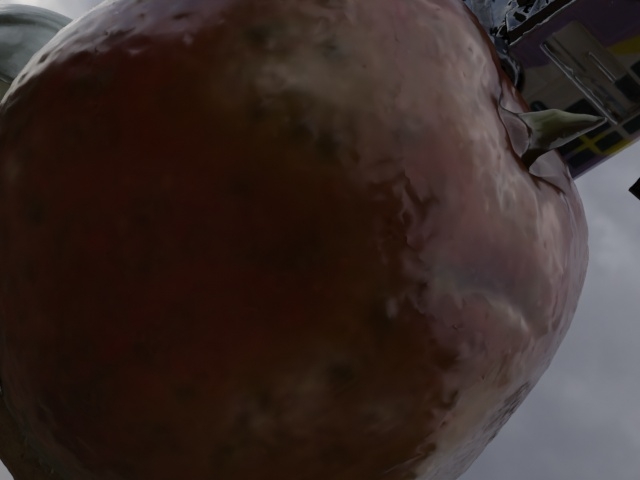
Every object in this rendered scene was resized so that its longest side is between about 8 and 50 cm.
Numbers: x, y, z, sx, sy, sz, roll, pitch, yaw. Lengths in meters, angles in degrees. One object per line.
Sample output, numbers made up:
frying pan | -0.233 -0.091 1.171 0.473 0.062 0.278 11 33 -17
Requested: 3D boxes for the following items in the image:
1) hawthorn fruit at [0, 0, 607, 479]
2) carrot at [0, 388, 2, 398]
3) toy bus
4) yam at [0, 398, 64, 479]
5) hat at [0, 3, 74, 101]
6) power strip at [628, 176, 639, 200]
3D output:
hawthorn fruit | 0.000 0.000 0.790 0.403 0.403 0.402 45 -24 27
carrot | -0.254 0.082 0.892 0.082 0.082 0.173 58 -9 -3
toy bus | 0.283 -0.221 1.313 0.440 0.209 0.249 -34 -58 29
yam | -0.278 0.117 1.018 0.299 0.066 0.066 56 -21 -8
hat | -0.234 -0.161 1.120 0.258 0.301 0.168 -18 -76 48
power strip | 0.456 -0.074 1.669 0.029 0.038 0.111 46 21 16
